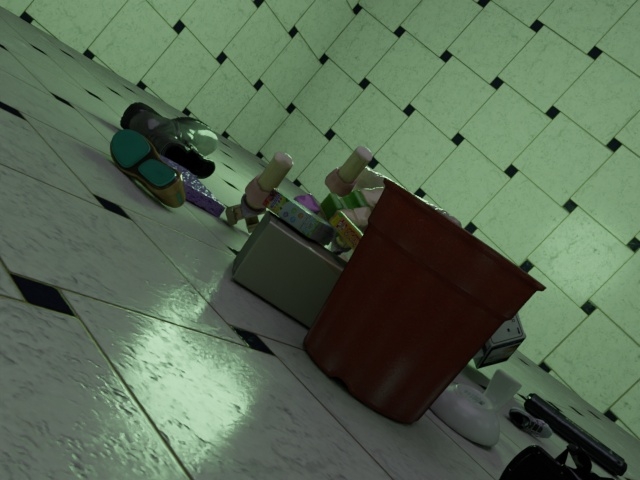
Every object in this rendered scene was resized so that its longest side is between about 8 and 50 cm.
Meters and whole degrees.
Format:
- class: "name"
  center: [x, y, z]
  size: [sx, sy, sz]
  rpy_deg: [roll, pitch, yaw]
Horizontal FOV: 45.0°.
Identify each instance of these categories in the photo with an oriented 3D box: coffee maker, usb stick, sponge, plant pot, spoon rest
- class: "coffee maker"
  center: [0.324, 0.352, 0.960]
  size: [0.178, 0.120, 0.171]
  rpy_deg: [28, 32, -43]
- class: "usb stick"
  center: [0.618, 0.471, 1.882]
  size: [0.278, 0.045, 0.077]
  rpy_deg: [37, 5, 18]
- class: "sponge"
  center: [-0.297, -0.127, 1.686]
  size: [0.117, 0.031, 0.210]
  rpy_deg: [30, 7, -41]
- class: "plant pot"
  center: [0.129, 0.095, 1.097]
  size: [0.272, 0.265, 0.272]
  rpy_deg: [34, 5, -3]
- class: "spoon rest"
  center: [0.269, 0.290, 1.332]
  size: [0.137, 0.084, 0.276]
  rpy_deg: [36, 19, 26]

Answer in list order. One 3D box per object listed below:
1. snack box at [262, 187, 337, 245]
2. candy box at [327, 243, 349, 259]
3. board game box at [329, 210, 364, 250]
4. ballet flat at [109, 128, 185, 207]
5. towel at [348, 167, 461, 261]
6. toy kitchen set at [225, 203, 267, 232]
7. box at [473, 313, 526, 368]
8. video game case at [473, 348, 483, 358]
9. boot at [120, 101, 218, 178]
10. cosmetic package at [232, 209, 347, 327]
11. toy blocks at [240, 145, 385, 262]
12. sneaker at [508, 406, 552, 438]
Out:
- class: "snack box"
  center: [-0.031, -0.038, 1.312]
  size: [0.100, 0.037, 0.141]
  rpy_deg: [34, 3, 15]
- class: "candy box"
  center: [0.132, 0.031, 2.145]
  size: [0.196, 0.165, 0.070]
  rpy_deg: [32, 5, -24]
- class: "board game box"
  center: [0.126, 0.057, 1.335]
  size: [0.259, 0.039, 0.124]
  rpy_deg: [39, 7, -31]
- class: "ballet flat"
  center: [-0.325, -0.130, 1.447]
  size: [0.232, 0.080, 0.073]
  rpy_deg: [43, -18, 40]
- class: "towel"
  center: [0.171, 0.036, 1.681]
  size: [0.053, 0.317, 0.332]
  rpy_deg: [-13, 30, -30]
- class: "toy kitchen set"
  center: [-0.156, -0.045, 1.667]
  size: [0.075, 0.083, 0.068]
  rpy_deg: [-109, -175, -80]
- class: "box"
  center: [0.420, 0.206, 1.920]
  size: [0.290, 0.087, 0.169]
  rpy_deg: [80, -5, -71]
- class: "video game case"
  center: [0.322, 0.126, 1.924]
  size: [0.269, 0.061, 0.244]
  rpy_deg: [-107, -178, -65]
- class: "boot"
  center: [-0.341, -0.229, 1.991]
  size: [0.222, 0.118, 0.338]
  rpy_deg: [41, 19, 28]
- class: "cosmetic package"
  center: [0.011, 0.086, 1.282]
  size: [0.309, 0.113, 0.160]
  rpy_deg: [34, 5, -11]
- class: "toy blocks"
  center: [0.000, 0.000, 1.615]
  size: [0.288, 0.260, 0.309]
  rpy_deg: [-9, 62, -39]
- class: "sneaker"
  center: [0.434, 0.385, 1.609]
  size: [0.098, 0.038, 0.069]
  rpy_deg: [27, 4, 20]
